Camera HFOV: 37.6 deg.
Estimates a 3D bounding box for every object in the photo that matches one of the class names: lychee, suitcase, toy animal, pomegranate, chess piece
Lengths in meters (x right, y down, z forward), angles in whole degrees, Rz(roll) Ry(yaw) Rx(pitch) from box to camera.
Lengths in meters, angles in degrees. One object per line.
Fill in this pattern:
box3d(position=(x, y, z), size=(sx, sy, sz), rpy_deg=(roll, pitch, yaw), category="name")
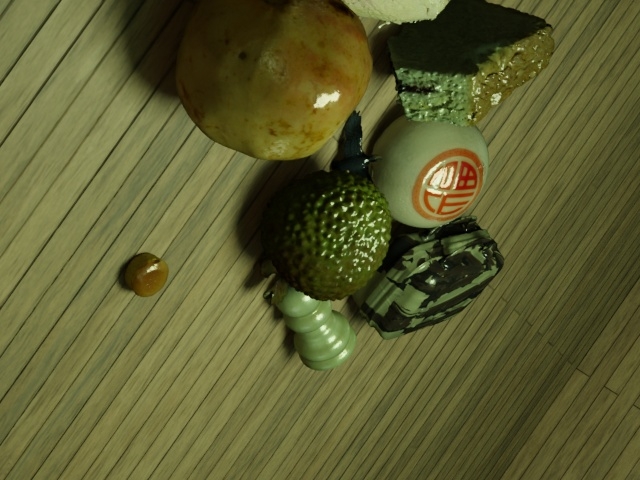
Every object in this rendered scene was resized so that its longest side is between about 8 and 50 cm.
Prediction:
box3d(position=(0.007, -0.006, 1.931), size=(0.270, 0.270, 0.320), rpy_deg=(-34, 173, -27), category="lychee")
box3d(position=(0.278, 0.066, 2.301), size=(0.351, 0.194, 0.339), rpy_deg=(-13, 149, -43), category="suitcase")
box3d(position=(0.080, -0.167, 2.017), size=(0.062, 0.108, 0.220), rpy_deg=(-13, 95, -41), category="toy animal")
box3d(position=(-0.078, -0.294, 1.595), size=(0.342, 0.342, 0.342), rpy_deg=(-28, 135, -32), category="pomegranate")
box3d(position=(-0.025, 0.171, 2.136), size=(0.144, 0.144, 0.251), rpy_deg=(-44, 137, -15), category="chess piece")

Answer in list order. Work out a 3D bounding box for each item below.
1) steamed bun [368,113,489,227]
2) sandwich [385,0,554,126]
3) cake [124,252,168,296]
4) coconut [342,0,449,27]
box3d(position=(0.255, -0.152, 2.106), size=(0.283, 0.177, 0.283), rpy_deg=(-13, 124, -19), category="steamed bun")
box3d(position=(0.282, -0.374, 1.951), size=(0.325, 0.262, 0.131), rpy_deg=(-37, 138, -23), category="sandwich")
box3d(position=(-0.329, 0.066, 1.785), size=(0.084, 0.044, 0.084), rpy_deg=(-28, 137, -30), category="cake")
box3d(position=(0.106, -0.536, 1.621), size=(0.297, 0.297, 0.254), rpy_deg=(-53, 155, -3), category="coconut")
